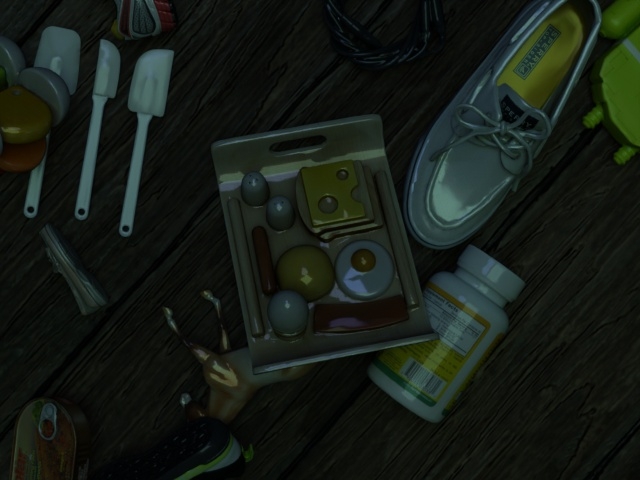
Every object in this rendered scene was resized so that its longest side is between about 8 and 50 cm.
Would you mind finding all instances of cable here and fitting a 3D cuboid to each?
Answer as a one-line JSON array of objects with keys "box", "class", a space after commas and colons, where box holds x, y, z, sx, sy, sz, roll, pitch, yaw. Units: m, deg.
[{"box": [0.074, -0.308, 1.344, 0.151, 0.047, 0.184, -12, 97, 2], "class": "cable"}]

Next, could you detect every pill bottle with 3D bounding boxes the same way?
[{"box": [0.160, 0.113, 1.338, 0.117, 0.117, 0.208, 35, 91, -5], "class": "pill bottle"}]

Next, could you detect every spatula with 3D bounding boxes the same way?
[{"box": [-0.287, -0.135, 1.343, 0.168, 0.019, 0.242, 10, 94, -10], "class": "spatula"}]

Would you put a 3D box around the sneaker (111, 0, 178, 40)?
[{"box": [-0.255, -0.348, 1.293, 0.093, 0.088, 0.225, -23, 95, 0], "class": "sneaker"}]

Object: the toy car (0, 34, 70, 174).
[{"box": [-0.400, -0.149, 1.279, 0.182, 0.159, 0.136, 36, 136, 15], "class": "toy car"}]

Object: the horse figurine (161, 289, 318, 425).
[{"box": [-0.075, 0.129, 1.351, 0.263, 0.066, 0.174, -21, 88, 1], "class": "horse figurine"}]

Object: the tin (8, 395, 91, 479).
[{"box": [-0.338, 0.287, 1.335, 0.106, 0.040, 0.189, 9, 94, 26], "class": "tin"}]

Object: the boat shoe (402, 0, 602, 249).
[{"box": [0.230, -0.146, 1.304, 0.136, 0.156, 0.367, 36, 91, -5], "class": "boat shoe"}]

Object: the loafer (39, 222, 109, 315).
[{"box": [-0.316, 0.038, 1.340, 0.039, 0.045, 0.125, -35, 98, 6], "class": "loafer"}]

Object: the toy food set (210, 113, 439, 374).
[{"box": [0.000, 0.000, 1.285, 0.220, 0.092, 0.306, -11, 68, -3], "class": "toy food set"}]

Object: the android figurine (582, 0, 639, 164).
[{"box": [0.457, -0.213, 1.366, 0.273, 0.056, 0.248, -44, 96, 0], "class": "android figurine"}]

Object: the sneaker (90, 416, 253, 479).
[{"box": [-0.191, 0.311, 1.345, 0.235, 0.084, 0.097, -28, 126, 12], "class": "sneaker"}]
